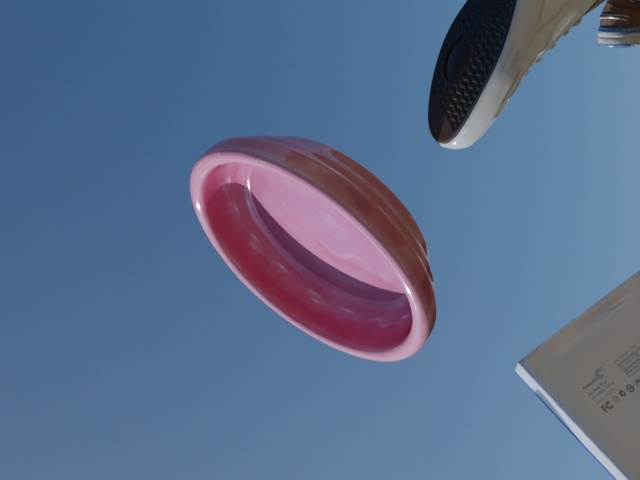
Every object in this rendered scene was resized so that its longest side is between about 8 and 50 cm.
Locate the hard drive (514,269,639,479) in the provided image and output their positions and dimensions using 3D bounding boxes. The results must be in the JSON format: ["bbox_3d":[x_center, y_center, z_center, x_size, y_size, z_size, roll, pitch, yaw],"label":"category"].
[{"bbox_3d":[0.398,0.196,1.031,0.210,0.318,0.040,-33,-27,-17],"label":"hard drive"}]

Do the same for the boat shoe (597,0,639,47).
[{"bbox_3d":[0.375,-0.258,1.052,0.183,0.066,0.066,-22,-63,-39],"label":"boat shoe"}]

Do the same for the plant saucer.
[{"bbox_3d":[0.000,0.000,1.103,0.084,0.332,0.332,-51,-50,-27],"label":"plant saucer"}]

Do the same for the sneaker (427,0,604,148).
[{"bbox_3d":[0.203,-0.204,0.869,0.123,0.106,0.290,14,-67,-29],"label":"sneaker"}]
